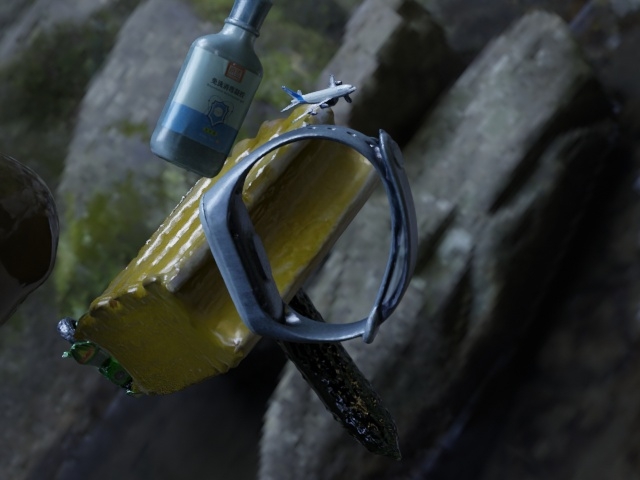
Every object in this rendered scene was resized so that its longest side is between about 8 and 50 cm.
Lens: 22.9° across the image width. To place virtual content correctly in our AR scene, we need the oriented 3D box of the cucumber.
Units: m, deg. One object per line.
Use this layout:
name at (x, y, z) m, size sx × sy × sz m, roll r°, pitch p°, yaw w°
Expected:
cucumber at (0.012, 0.164, 2.016) m, size 0.072 × 0.072 × 0.300 m, roll -47°, pitch 61°, yaw 17°

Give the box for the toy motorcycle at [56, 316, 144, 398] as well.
toy motorcycle at (-0.306, 0.177, 2.322) m, size 0.074 × 0.190 × 0.106 m, roll -50°, pitch 36°, yaw 8°

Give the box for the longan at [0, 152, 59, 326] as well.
longan at (-0.445, 0.003, 1.901) m, size 0.258 × 0.258 × 0.258 m, roll -42°, pitch 26°, yaw 26°

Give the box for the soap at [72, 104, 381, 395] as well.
soap at (-0.115, 0.014, 1.889) m, size 0.335 × 0.156 × 0.293 m, roll -53°, pitch 12°, yaw -34°

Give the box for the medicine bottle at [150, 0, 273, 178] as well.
medicine bottle at (-0.112, -0.176, 1.742) m, size 0.054 × 0.090 × 0.208 m, roll 22°, pitch 88°, yaw 60°

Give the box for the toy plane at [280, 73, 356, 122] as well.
toy plane at (0.001, -0.134, 1.473) m, size 0.084 × 0.024 × 0.078 m, roll 2°, pitch 41°, yaw 36°

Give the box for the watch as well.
watch at (0.000, 0.000, 1.437) m, size 0.193 × 0.206 × 0.068 m, roll -18°, pitch 12°, yaw 16°
